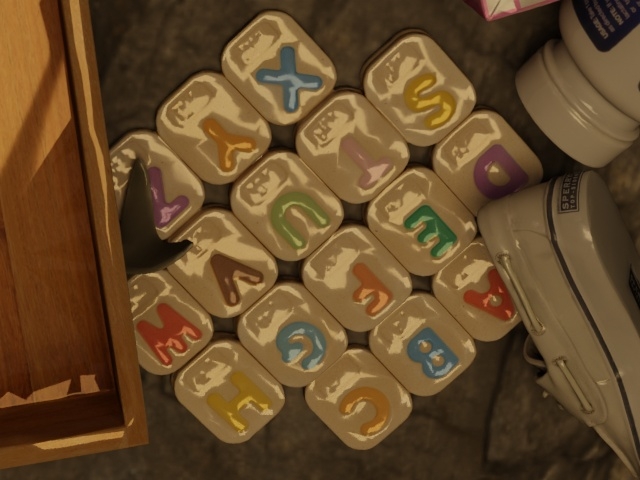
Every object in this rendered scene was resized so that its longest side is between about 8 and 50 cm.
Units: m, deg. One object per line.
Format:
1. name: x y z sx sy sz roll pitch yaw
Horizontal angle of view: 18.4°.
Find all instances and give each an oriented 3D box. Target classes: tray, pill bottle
1. tray: -0.222 -0.073 1.072 0.203 0.076 0.411 -9 109 -9
2. pill bottle: 0.212 -0.134 1.206 0.112 0.112 0.187 37 120 -19

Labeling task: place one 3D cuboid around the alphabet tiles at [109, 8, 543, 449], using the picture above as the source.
1. alphabet tiles: 0.000 0.000 1.281 0.284 0.021 0.278 -41 110 5

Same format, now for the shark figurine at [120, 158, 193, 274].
1. shark figurine: -0.229 0.015 1.194 0.278 0.116 0.166 16 107 -8

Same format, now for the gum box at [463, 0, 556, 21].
1. gum box: 0.093 -0.236 1.171 0.062 0.107 0.188 -17 110 -4

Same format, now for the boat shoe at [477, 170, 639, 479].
1. boat shoe: 0.177 0.071 1.295 0.088 0.096 0.267 -11 131 23
